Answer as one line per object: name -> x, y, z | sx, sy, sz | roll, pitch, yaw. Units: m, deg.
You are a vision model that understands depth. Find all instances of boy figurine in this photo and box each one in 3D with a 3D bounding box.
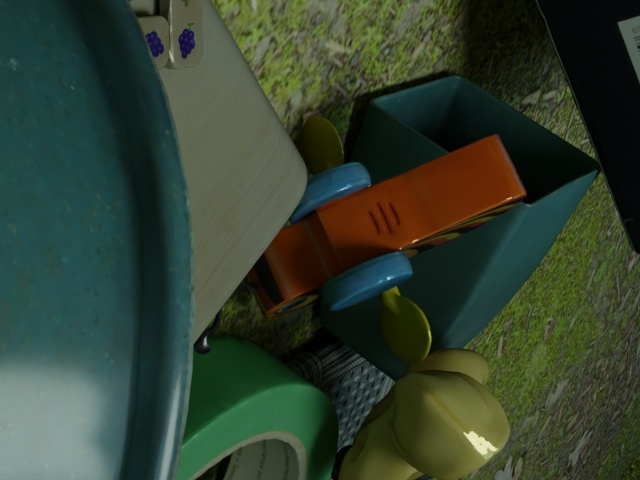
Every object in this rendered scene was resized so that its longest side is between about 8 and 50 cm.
boy figurine -> 0.085, 0.154, 1.066 | 0.177, 0.092, 0.285 | -45, 175, -20

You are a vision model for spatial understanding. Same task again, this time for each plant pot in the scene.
plant pot -> 0.103, 0.001, 1.174 | 0.165, 0.165, 0.234 | -24, 145, -54
plant pot -> -0.264, 0.016, 0.307 | 0.334, 0.341, 0.341 | 10, 106, -56

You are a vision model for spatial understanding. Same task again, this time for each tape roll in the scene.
tape roll -> -0.117, 0.228, 1.011 | 0.321, 0.077, 0.321 | -40, 149, -31

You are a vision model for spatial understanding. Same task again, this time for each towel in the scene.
towel -> -0.001, 0.230, 1.314 | 0.312, 0.056, 0.324 | -25, 137, -53

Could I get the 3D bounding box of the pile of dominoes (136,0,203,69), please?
pile of dominoes -> -0.106, -0.199, 0.622 | 0.196, 0.040, 0.251 | -21, 116, -54

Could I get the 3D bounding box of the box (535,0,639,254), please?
box -> 0.384, -0.218, 1.208 | 0.395, 0.212, 0.293 | -46, 116, -51

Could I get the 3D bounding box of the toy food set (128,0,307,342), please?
toy food set -> -0.145, -0.018, 0.776 | 0.306, 0.092, 0.220 | -54, 142, -20

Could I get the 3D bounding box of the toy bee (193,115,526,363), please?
toy bee -> 0.000, 0.000, 1.006 | 0.162, 0.298, 0.195 | 127, -39, -73
